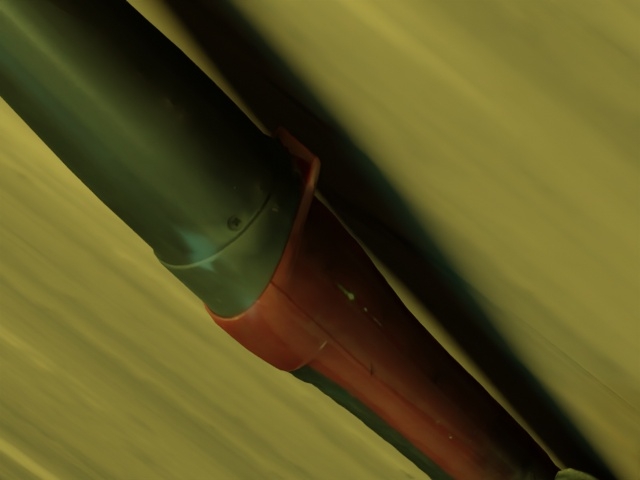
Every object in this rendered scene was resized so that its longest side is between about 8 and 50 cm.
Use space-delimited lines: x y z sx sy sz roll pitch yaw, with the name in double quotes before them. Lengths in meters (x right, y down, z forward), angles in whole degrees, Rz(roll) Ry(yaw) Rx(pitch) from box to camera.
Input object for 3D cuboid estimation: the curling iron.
"curling iron" 0.000 0.000 0.347 0.274 0.035 0.068 44 149 -27
